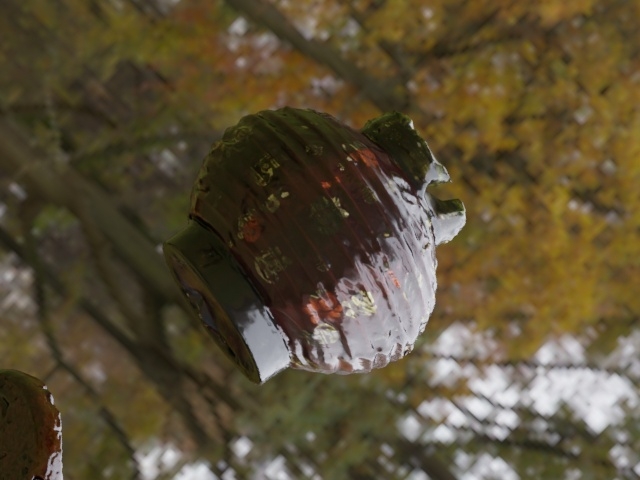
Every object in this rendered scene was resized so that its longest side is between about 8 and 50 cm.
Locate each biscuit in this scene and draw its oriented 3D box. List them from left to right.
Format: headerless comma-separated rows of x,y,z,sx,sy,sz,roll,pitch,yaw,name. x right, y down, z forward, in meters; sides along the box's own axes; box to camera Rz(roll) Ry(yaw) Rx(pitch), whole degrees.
-0.305,0.216,1.728,0.192,0.049,0.192,-16,-115,39,biscuit

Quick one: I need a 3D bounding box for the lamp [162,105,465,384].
0.000,0.000,1.482,0.247,0.247,0.247,-42,-165,14,lamp
